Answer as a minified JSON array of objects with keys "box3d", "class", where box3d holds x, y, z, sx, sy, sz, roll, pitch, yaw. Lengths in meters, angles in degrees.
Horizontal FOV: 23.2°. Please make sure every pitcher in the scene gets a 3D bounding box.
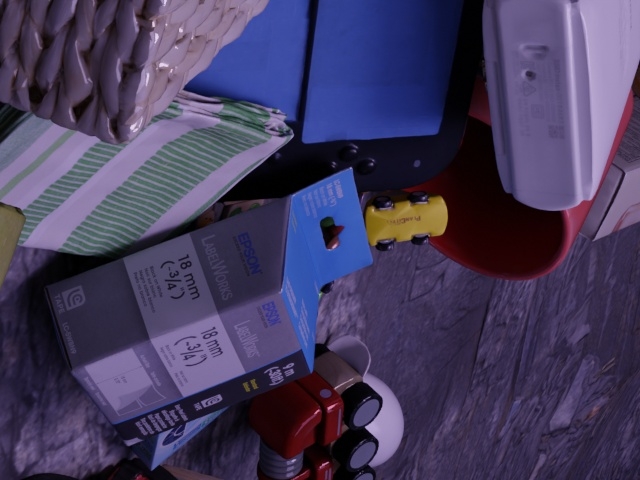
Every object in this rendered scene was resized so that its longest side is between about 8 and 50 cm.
[{"box3d":[0.019,0.245,2.169,0.177,0.125,0.207,-29,140,0],"class":"pitcher"}]

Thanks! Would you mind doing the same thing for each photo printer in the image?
[{"box3d":[0.250,-0.219,1.530,0.307,0.107,0.256,-63,151,-44],"class":"photo printer"}]

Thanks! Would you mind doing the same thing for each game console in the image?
[{"box3d":[-0.008,-0.188,1.489,0.342,0.060,0.387,-8,136,-15],"class":"game console"}]

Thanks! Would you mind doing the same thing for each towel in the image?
[{"box3d":[-0.199,-0.060,1.429,0.248,0.038,0.325,-39,156,26],"class":"towel"}]

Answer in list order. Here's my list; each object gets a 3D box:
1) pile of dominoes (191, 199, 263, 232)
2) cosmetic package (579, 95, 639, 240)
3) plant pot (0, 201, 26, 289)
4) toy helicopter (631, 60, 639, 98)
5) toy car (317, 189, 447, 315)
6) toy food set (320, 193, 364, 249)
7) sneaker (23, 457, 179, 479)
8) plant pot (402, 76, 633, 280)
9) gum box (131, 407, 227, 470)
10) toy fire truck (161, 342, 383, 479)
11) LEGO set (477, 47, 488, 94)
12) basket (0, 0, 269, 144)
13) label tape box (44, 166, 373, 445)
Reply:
[{"box3d":[-0.126,0.025,1.745,0.196,0.040,0.251,-35,149,-30],"class":"pile of dominoes"},{"box3d":[0.454,-0.115,2.347,0.296,0.153,0.129,-17,136,-46],"class":"cosmetic package"},{"box3d":[-0.363,0.052,1.209,0.254,0.276,0.276,-63,153,-2],"class":"plant pot"},{"box3d":[0.326,-0.281,1.770,0.140,0.355,0.235,3,138,-23],"class":"toy helicopter"},{"box3d":[0.000,0.000,1.777,0.239,0.053,0.225,25,103,-20],"class":"toy car"},{"box3d":[0.020,-0.019,1.864,0.218,0.071,0.128,-58,158,0],"class":"toy food set"},{"box3d":[-0.277,0.353,1.827,0.314,0.116,0.136,1,124,-57],"class":"sneaker"},{"box3d":[0.243,-0.130,1.912,0.243,0.275,0.275,-47,154,-32],"class":"plant pot"},{"box3d":[-0.149,0.185,1.850,0.157,0.041,0.184,-38,166,-25],"class":"gum box"},{"box3d":[-0.068,0.263,1.975,0.246,0.158,0.217,-27,139,-30],"class":"toy fire truck"},{"box3d":[0.121,-0.231,1.647,0.255,0.192,0.331,-40,150,-22],"class":"LEGO set"},{"box3d":[-0.150,-0.284,0.972,0.331,0.266,0.328,-56,167,-60],"class":"basket"},{"box3d":[-0.092,0.077,1.633,0.333,0.106,0.241,-21,154,-2],"class":"label tape box"}]
